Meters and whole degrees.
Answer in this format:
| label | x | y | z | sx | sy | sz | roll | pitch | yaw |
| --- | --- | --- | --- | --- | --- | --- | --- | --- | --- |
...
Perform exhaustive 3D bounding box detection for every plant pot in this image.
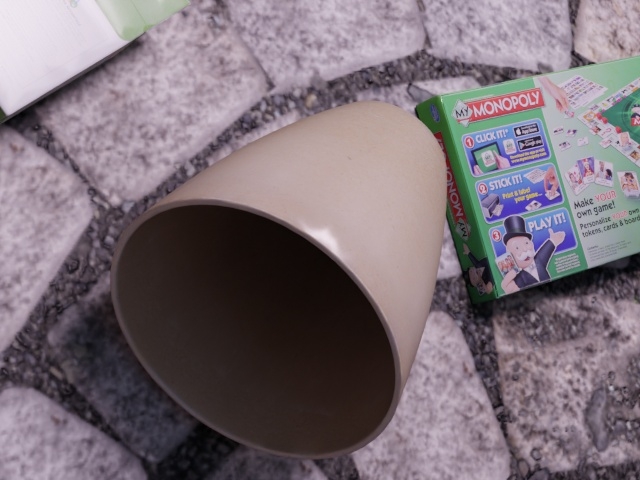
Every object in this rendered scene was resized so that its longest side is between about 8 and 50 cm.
| label | x | y | z | sx | sy | sz | roll | pitch | yaw |
| --- | --- | --- | --- | --- | --- | --- | --- | --- | --- |
| plant pot | 0.000 | 0.000 | 1.134 | 0.256 | 0.256 | 0.274 | 51 | 42 | -13 |

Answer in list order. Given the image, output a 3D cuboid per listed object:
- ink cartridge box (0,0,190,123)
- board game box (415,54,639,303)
| label | x | y | z | sx | sy | sz | roll | pitch | yaw |
| --- | --- | --- | --- | --- | --- | --- | --- | --- | --- |
| ink cartridge box | -0.224 | -0.190 | 1.116 | 0.209 | 0.062 | 0.109 | -39 | 101 | -33 |
| board game box | 0.262 | -0.073 | 1.411 | 0.317 | 0.046 | 0.213 | -14 | 87 | -34 |
